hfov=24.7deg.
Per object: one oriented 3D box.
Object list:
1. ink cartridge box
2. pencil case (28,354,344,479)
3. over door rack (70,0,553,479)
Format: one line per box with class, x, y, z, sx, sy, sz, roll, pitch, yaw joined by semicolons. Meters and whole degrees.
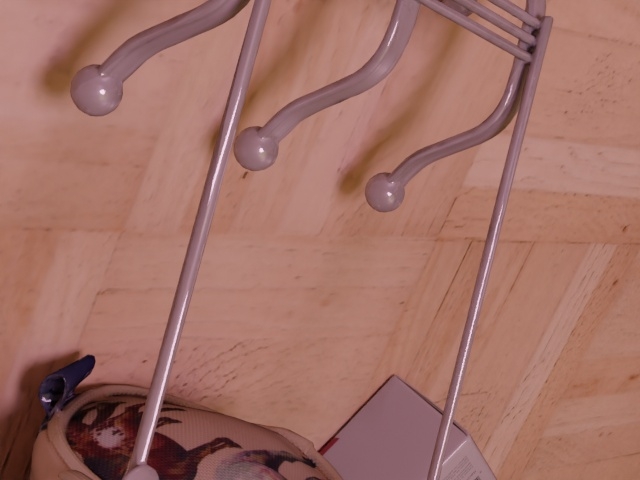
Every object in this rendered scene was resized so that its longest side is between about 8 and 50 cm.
ink cartridge box;0.055;0.190;0.976;0.127;0.072;0.175;-45;144;-10
pencil case;-0.149;0.266;0.743;0.183;0.160;0.410;12;111;-52
over door rack;0.000;0.000;0.658;0.239;0.108;0.324;15;77;-52
